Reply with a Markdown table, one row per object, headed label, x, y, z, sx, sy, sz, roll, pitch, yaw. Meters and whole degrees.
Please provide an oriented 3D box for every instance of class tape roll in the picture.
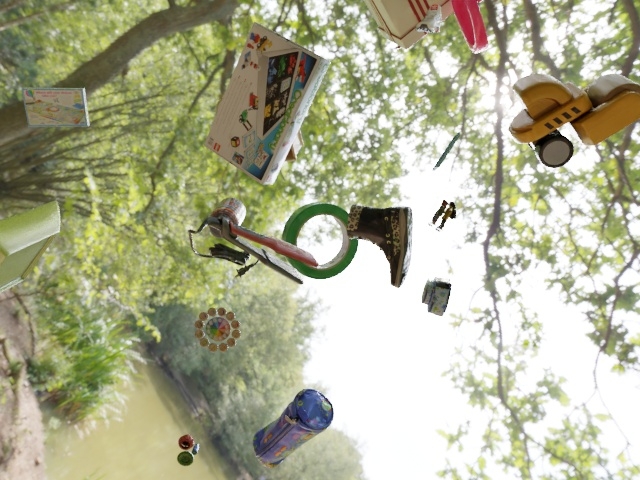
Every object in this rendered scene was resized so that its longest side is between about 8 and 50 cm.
| label | x | y | z | sx | sy | sz | roll | pitch | yaw |
| --- | --- | --- | --- | --- | --- | --- | --- | --- | --- |
| tape roll | 0.000 | 0.000 | 2.004 | 0.321 | 0.321 | 0.077 | 67 | -12 | -16 |

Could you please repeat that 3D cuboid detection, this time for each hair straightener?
| label | x | y | z | sx | sy | sz | roll | pitch | yaw |
| --- | --- | --- | --- | --- | --- | --- | --- | --- | --- |
| hair straightener | -0.108 | 0.028 | 0.735 | 0.230 | 0.089 | 0.047 | 23 | 21 | -43 |

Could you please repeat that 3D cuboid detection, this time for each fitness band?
| label | x | y | z | sx | sy | sz | roll | pitch | yaw |
| --- | --- | --- | --- | --- | --- | --- | --- | --- | --- |
| fitness band | 0.454 | -0.715 | 1.477 | 0.209 | 0.054 | 0.291 | 53 | 23 | -63 |

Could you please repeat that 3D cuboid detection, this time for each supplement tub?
| label | x | y | z | sx | sy | sz | roll | pitch | yaw |
| --- | --- | --- | --- | --- | --- | --- | --- | --- | --- |
| supplement tub | -0.323 | -0.074 | 1.652 | 0.198 | 0.106 | 0.106 | -87 | 157 | -68 |

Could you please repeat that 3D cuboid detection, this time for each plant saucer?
| label | x | y | z | sx | sy | sz | roll | pitch | yaw |
| --- | --- | --- | --- | --- | --- | --- | --- | --- | --- |
| plant saucer | 0.535 | -0.375 | 2.039 | 0.018 | 0.192 | 0.067 | 35 | -12 | 0 |
| plant saucer | -0.524 | 0.033 | 0.801 | 0.045 | 0.188 | 0.188 | 41 | 17 | -8 |

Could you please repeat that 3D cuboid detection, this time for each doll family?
| label | x | y | z | sx | sy | sz | roll | pitch | yaw |
| --- | --- | --- | --- | --- | --- | --- | --- | --- | --- |
| doll family | 0.421 | -0.088 | 1.636 | 0.076 | 0.111 | 0.193 | 29 | 2 | 4 |

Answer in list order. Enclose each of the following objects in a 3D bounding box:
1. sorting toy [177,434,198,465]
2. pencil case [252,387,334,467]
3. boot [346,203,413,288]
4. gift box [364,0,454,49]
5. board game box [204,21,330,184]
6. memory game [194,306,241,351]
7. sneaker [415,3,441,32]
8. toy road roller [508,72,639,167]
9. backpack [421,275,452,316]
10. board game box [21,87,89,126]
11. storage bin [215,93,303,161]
| label | x | y | z | sx | sy | sz | roll | pitch | yaw |
| --- | --- | --- | --- | --- | --- | --- | --- | --- | --- |
| sorting toy | -0.407 | 0.640 | 1.482 | 0.042 | 0.061 | 0.102 | -95 | -170 | -77 |
| pencil case | -0.087 | 0.540 | 1.373 | 0.306 | 0.133 | 0.119 | -51 | -120 | 35 |
| boot | 0.167 | 0.010 | 1.369 | 0.178 | 0.085 | 0.236 | 9 | -74 | 25 |
| gift box | 0.306 | -0.851 | 1.686 | 0.258 | 0.255 | 0.276 | 47 | 15 | -34 |
| board game box | -0.130 | -0.306 | 1.091 | 0.193 | 0.053 | 0.305 | 35 | -71 | 18 |
| memory game | -0.403 | 0.350 | 1.882 | 0.186 | 0.186 | 0.012 | 63 | 2 | -5 |
| sneaker | 0.322 | -0.655 | 1.414 | 0.057 | 0.161 | 0.075 | 17 | -62 | 19 |
| toy road roller | 0.692 | -0.384 | 1.347 | 0.240 | 0.329 | 0.202 | 50 | 25 | -19 |
| backpack | 0.360 | 0.175 | 1.508 | 0.105 | 0.084 | 0.114 | -37 | 137 | -77 |
| board game box | -0.735 | -0.371 | 1.338 | 0.026 | 0.154 | 0.103 | -124 | -147 | -66 |
| storage bin | -0.225 | -0.436 | 1.817 | 0.262 | 0.123 | 0.260 | -1 | -53 | 19 |
